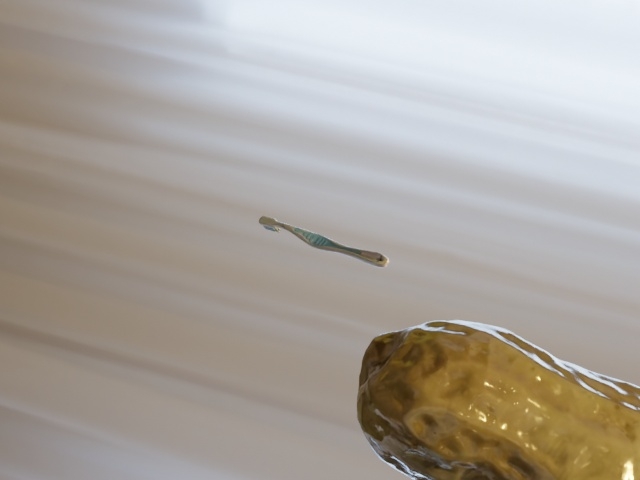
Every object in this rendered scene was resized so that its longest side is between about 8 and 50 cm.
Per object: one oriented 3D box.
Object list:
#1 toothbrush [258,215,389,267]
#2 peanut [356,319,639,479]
[{"bbox_3d":[0.000,0.000,1.129,0.014,0.162,0.017,-54,131,-18],"label":"toothbrush"},{"bbox_3d":[0.166,0.155,0.929,0.159,0.291,0.143,-91,-154,-69],"label":"peanut"}]
